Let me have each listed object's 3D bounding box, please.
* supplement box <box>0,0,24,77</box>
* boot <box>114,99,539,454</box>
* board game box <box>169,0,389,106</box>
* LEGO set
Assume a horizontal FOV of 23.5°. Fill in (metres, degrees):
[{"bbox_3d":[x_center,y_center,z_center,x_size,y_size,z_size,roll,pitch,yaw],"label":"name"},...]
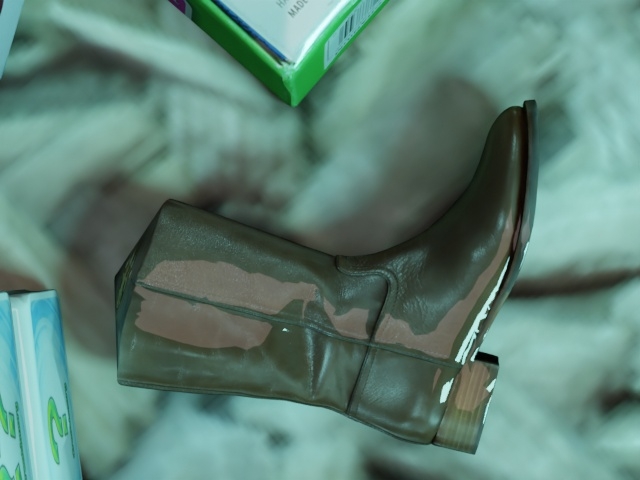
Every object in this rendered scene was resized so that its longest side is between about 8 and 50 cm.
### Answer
[{"bbox_3d":[-0.201,-0.032,0.369,0.130,0.073,0.239,44,62,2],"label":"supplement box"},{"bbox_3d":[0.000,0.000,0.437,0.114,0.037,0.106,13,85,5],"label":"boot"},{"bbox_3d":[-0.048,-0.232,0.431,0.316,0.064,0.242,42,87,2],"label":"board game box"},{"bbox_3d":[-0.051,0.131,0.354,0.060,0.182,0.244,-7,89,0],"label":"LEGO set"}]
